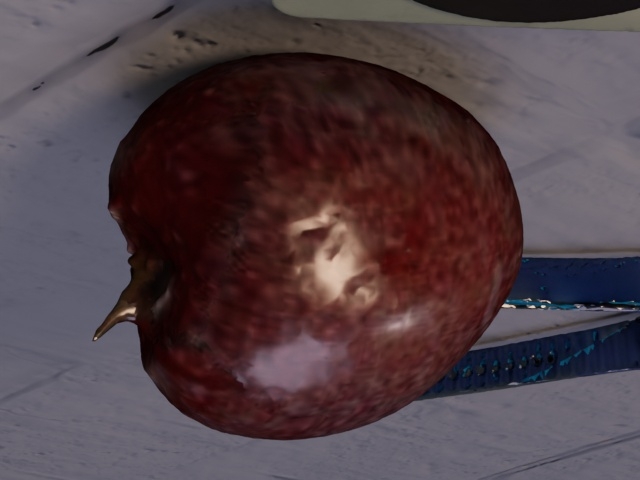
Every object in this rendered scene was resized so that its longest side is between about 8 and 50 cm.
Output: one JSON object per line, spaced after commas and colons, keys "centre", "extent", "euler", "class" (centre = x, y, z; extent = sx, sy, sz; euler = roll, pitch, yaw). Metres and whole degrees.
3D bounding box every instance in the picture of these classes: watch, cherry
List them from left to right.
{"centre": [0.000, 0.000, 0.942], "extent": [0.300, 0.230, 0.203], "euler": [-9, 173, -26], "class": "cherry"}
{"centre": [0.194, 0.088, 1.365], "extent": [0.275, 0.068, 0.276], "euler": [-2, 157, -6], "class": "watch"}

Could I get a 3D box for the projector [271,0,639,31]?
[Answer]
{"centre": [0.118, -0.188, 0.707], "extent": [0.257, 0.079, 0.259], "euler": [1, 155, -11], "class": "projector"}
